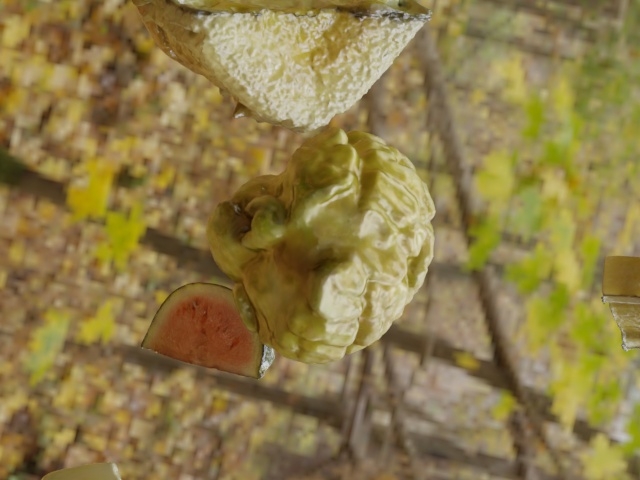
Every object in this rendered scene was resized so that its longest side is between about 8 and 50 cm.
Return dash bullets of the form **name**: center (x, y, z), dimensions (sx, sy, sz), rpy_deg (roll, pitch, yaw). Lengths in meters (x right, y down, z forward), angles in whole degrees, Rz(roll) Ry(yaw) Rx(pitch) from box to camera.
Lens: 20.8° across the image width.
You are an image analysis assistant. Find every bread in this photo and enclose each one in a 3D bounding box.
- **bread**: center (-0.039, -0.164, 1.525), dimensions (0.252, 0.174, 0.133), rpy_deg (-8, 111, -32)

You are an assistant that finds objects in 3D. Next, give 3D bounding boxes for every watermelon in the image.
- **watermelon**: center (-0.101, 0.091, 1.821), dimensions (0.069, 0.163, 0.087), rpy_deg (15, 88, -55)

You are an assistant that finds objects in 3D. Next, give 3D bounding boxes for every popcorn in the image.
- **popcorn**: center (0.000, 0.000, 1.695), dimensions (0.200, 0.203, 0.226), rpy_deg (-16, 112, -39)

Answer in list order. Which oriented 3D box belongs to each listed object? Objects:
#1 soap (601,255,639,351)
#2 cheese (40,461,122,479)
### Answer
- **soap**: center (0.325, 0.053, 1.206), dimensions (0.092, 0.252, 0.037), rpy_deg (56, 43, -55)
- **cheese**: center (-0.272, 0.439, 2.140), dimensions (0.265, 0.124, 0.242), rpy_deg (96, -27, -52)
